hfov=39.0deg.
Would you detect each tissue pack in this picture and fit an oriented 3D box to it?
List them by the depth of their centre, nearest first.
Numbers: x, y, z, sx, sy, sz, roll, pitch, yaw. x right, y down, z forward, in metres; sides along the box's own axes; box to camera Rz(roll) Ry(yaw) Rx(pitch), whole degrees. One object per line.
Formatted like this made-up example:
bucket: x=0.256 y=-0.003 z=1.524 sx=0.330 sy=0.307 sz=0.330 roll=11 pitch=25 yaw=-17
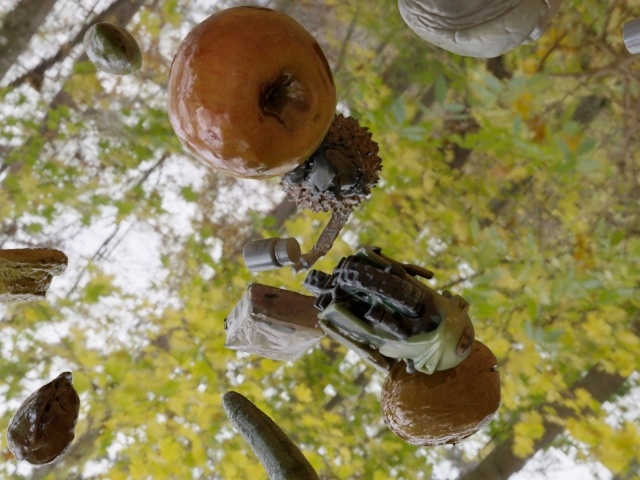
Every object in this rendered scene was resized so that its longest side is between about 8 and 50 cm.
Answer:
tissue pack: x=-0.104 y=0.203 z=2.152 sx=0.215 sy=0.122 sz=0.256 roll=13 pitch=154 yaw=-16

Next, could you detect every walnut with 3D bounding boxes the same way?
walnut: x=0.201 y=0.240 z=1.413 sx=0.167 sy=0.211 sz=0.087 roll=63 pitch=167 yaw=-1

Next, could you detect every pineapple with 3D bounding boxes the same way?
pineapple: x=0.013 y=-0.146 z=1.749 sx=0.223 sy=0.223 sz=0.357 roll=39 pitch=-174 yaw=-3

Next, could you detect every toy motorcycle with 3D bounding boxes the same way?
toy motorcycle: x=0.101 y=0.108 z=1.427 sx=0.237 sy=0.168 sz=0.410 roll=34 pitch=170 yaw=-8

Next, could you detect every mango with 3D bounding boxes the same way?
mango: x=-0.481 y=-0.443 z=2.083 sx=0.133 sy=0.111 sz=0.267 roll=53 pitch=180 yaw=-3

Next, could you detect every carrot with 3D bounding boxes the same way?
carrot: x=-0.099 y=0.355 z=1.616 sx=0.074 sy=0.074 sz=0.358 roll=32 pitch=-177 yaw=-33

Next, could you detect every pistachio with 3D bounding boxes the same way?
pistachio: x=-0.557 y=0.364 z=1.855 sx=0.131 sy=0.165 sz=0.210 roll=26 pitch=-126 yaw=-9

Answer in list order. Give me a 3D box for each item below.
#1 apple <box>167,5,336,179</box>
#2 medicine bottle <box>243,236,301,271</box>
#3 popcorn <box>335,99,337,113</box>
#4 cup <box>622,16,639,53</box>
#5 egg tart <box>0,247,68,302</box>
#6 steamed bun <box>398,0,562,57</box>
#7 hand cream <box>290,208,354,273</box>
apple: x=-0.129 y=-0.255 z=1.560 sx=0.275 sy=0.298 sz=0.299 roll=16 pitch=172 yaw=43
medicine bottle: x=-0.119 y=0.032 z=2.239 sx=0.080 sy=0.130 sz=0.080 roll=22 pitch=-116 yaw=-56
popcorn: x=-0.067 y=-0.335 z=2.180 sx=0.253 sy=0.190 sz=0.191 roll=56 pitch=174 yaw=-6
cup: x=0.627 y=-0.384 z=1.653 sx=0.104 sy=0.116 sz=0.074 roll=-3 pitch=-95 yaw=-47
egg tart: x=-0.763 y=0.089 z=2.238 sx=0.294 sy=0.294 sz=0.123 roll=13 pitch=-111 yaw=-67
steamed bun: x=0.382 y=-0.536 z=1.983 sx=0.236 sy=0.384 sz=0.247 roll=63 pitch=-163 yaw=12
hand cream: x=0.002 y=0.003 z=2.546 sx=0.084 sy=0.257 sz=0.050 roll=2 pitch=135 yaw=48
